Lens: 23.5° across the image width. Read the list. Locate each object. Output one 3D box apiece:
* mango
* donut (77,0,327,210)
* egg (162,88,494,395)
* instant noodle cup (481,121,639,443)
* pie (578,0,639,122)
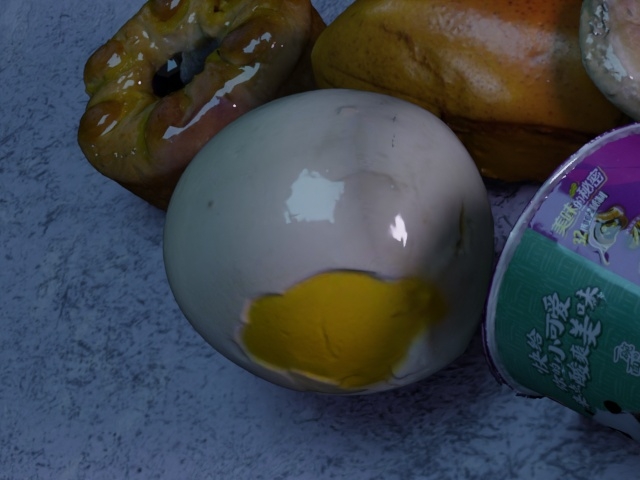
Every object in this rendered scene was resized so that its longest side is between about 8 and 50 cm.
[{"bbox_3d":[0.150,-0.165,1.506,0.350,0.201,0.199,15,94,27],"label":"mango"},{"bbox_3d":[-0.134,-0.181,1.795,0.317,0.150,0.299,-10,50,32],"label":"donut"},{"bbox_3d":[0.000,0.000,1.424,0.345,0.283,0.283,0,56,42],"label":"egg"},{"bbox_3d":[0.279,0.058,1.190,0.251,0.251,0.190,-49,49,-8],"label":"instant noodle cup"},{"bbox_3d":[0.331,-0.153,1.368,0.052,0.218,0.185,-51,47,49],"label":"pie"}]
